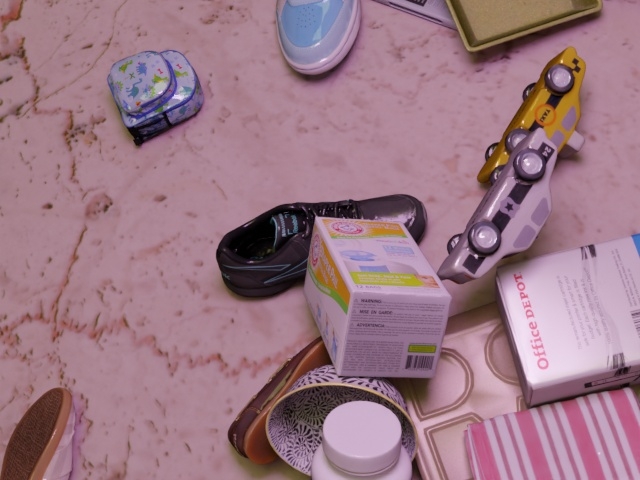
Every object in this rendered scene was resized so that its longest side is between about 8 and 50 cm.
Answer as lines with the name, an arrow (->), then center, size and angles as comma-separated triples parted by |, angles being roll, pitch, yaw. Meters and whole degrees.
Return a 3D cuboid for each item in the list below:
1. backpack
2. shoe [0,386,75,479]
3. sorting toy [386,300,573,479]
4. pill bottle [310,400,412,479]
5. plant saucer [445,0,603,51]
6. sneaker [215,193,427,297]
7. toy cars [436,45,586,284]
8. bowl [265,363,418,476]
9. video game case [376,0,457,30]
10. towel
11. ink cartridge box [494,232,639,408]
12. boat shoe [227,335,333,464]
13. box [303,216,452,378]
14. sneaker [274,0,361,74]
backpack -> -0.220, -0.203, 1.638 | 0.114, 0.084, 0.105 | -23, 65, -1
shoe -> -0.344, 0.284, 1.469 | 0.077, 0.058, 0.219 | 0, 61, 35
sorting toy -> 0.242, 0.170, 1.390 | 0.307, 0.041, 0.229 | -19, 66, -2
pill bottle -> 0.043, 0.262, 1.295 | 0.108, 0.180, 0.108 | 0, 38, 0
plant saucer -> 0.244, -0.343, 1.592 | 0.188, 0.045, 0.188 | -19, 73, -4
sneaker -> 0.000, 0.000, 1.484 | 0.267, 0.106, 0.101 | -18, 62, 3
toy cars -> 0.243, -0.078, 1.405 | 0.087, 0.176, 0.393 | 33, 39, -3
bowl -> 0.028, 0.190, 1.364 | 0.170, 0.170, 0.080 | -2, 40, 13
video game case -> 0.174, -0.384, 1.662 | 0.173, 0.022, 0.190 | 25, 75, 22
towel -> 0.262, 0.239, 1.301 | 0.197, 0.029, 0.144 | -14, 50, 3
ink cartridge box -> 0.307, 0.086, 1.349 | 0.203, 0.086, 0.148 | -13, 65, 1
boat shoe -> -0.027, 0.171, 1.432 | 0.207, 0.073, 0.073 | -42, 24, -13
box -> 0.058, 0.060, 1.372 | 0.114, 0.103, 0.203 | 3, 23, -14
sneaker -> -0.031, -0.392, 1.603 | 0.127, 0.208, 0.319 | -7, 64, 21
